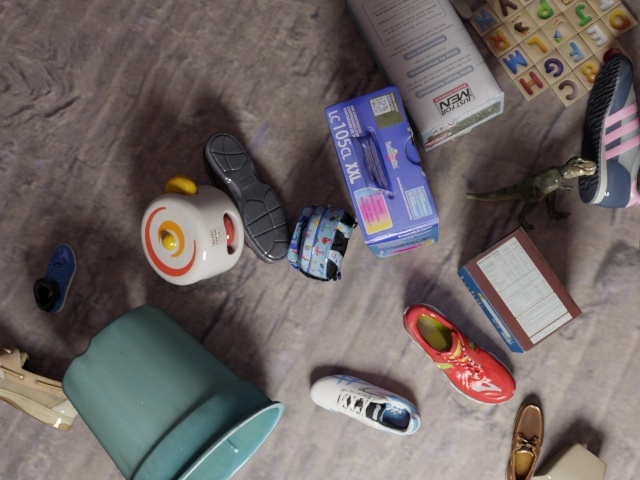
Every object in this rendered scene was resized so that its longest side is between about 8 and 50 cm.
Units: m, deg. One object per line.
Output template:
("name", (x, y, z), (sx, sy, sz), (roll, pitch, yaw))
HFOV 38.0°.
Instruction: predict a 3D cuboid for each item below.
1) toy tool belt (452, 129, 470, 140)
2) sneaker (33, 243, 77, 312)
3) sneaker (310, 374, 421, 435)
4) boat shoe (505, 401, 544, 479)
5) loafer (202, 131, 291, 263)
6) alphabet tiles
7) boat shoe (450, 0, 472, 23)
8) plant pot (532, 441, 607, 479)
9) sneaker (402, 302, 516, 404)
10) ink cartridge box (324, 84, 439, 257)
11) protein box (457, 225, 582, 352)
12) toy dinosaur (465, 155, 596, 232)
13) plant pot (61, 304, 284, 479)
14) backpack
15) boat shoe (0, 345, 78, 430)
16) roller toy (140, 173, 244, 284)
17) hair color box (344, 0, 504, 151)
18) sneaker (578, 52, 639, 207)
("toy tool belt", (0.279, -0.256, 1.957), (0.051, 0.052, 0.083), (-28, 81, -7))
("sneaker", (-0.567, 0.079, 1.979), (0.058, 0.084, 0.152), (13, 85, 7))
("sneaker", (0.092, 0.333, 1.893), (0.237, 0.086, 0.085), (16, 87, 8))
("boat shoe", (0.415, 0.415, 1.866), (0.064, 0.060, 0.178), (13, 85, 6))
("loafer", (-0.160, -0.084, 1.972), (0.109, 0.095, 0.303), (-26, 86, -29))
("alphabet tiles", (0.492, -0.468, 1.981), (0.285, 0.011, 0.343), (-35, 82, 0))
("boat shoe", (0.276, -0.517, 1.992), (0.046, 0.038, 0.125), (-29, 80, -42))
("plant pot", (0.502, 0.461, 1.836), (0.109, 0.109, 0.096), (37, 76, 8))
("sneaker", (0.273, 0.233, 1.870), (0.279, 0.118, 0.107), (39, 89, 8))
("ink cartridge box", (0.123, -0.125, 1.783), (0.151, 0.395, 0.270), (-17, 82, 3))
("protein box", (0.386, 0.102, 1.832), (0.136, 0.200, 0.201), (-34, 82, 1))
("toy dinosaur", (0.446, -0.087, 1.916), (0.268, 0.064, 0.118), (-18, 98, 20))
("plant pot", (-0.307, 0.326, 1.823), (0.334, 0.341, 0.341), (43, 89, 15))
("backpack", (0.000, 0.000, 1.892), (0.116, 0.173, 0.158), (17, 86, 7))
("boat shoe", (-0.655, 0.277, 1.956), (0.341, 0.121, 0.110), (28, 82, -3))
("roller toy", (-0.265, -0.013, 1.895), (0.191, 0.146, 0.209), (46, 124, 17))
("hair color box", (0.209, -0.394, 1.920), (0.185, 0.113, 0.375), (-27, 72, 2))
("sneaker", (0.619, -0.220, 1.908), (0.131, 0.112, 0.319), (11, 87, -11))
